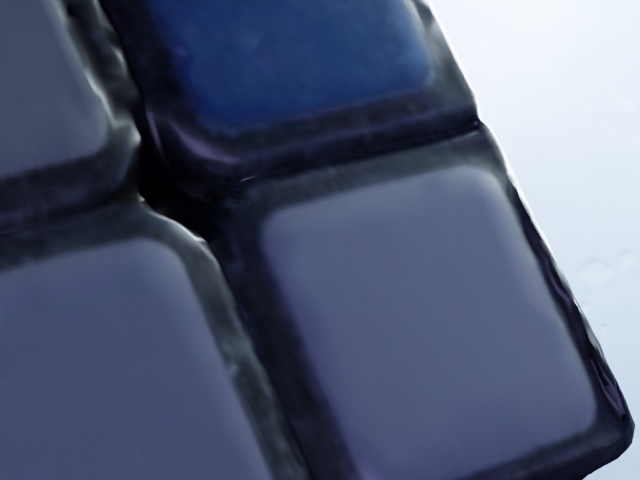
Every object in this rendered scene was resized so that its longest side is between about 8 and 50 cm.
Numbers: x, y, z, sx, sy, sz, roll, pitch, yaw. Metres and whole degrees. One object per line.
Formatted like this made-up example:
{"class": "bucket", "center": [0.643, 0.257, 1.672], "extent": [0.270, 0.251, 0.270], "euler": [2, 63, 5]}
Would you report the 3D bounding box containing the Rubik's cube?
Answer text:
{"class": "Rubik's cube", "center": [-0.177, 0.016, 0.563], "extent": [0.362, 0.359, 0.363], "euler": [-11, 70, -34]}
